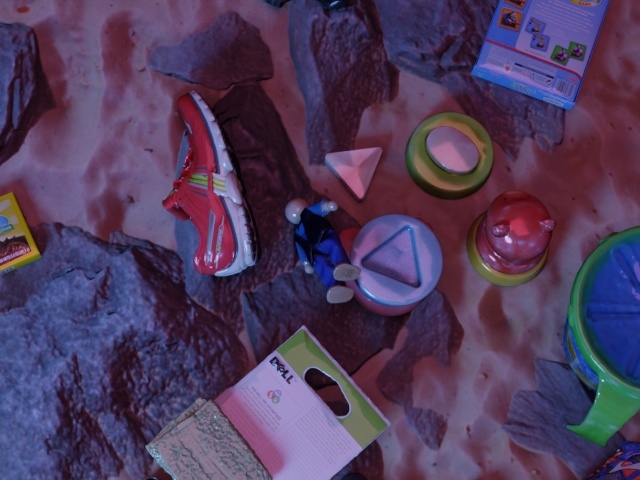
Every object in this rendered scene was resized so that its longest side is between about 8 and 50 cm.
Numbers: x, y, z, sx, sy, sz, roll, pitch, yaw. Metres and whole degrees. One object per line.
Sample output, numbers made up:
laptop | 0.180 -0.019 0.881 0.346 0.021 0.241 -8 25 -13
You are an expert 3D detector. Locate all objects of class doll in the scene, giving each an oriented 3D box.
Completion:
doll | 0.000 0.000 1.885 0.046 0.129 0.189 0 35 -27

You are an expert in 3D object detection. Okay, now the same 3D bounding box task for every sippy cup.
sippy cup | 0.431 0.118 1.827 0.305 0.224 0.240 -25 77 -10

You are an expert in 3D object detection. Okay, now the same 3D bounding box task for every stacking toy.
stacking toy | 0.161 -0.052 1.906 0.308 0.130 0.280 -18 77 -8

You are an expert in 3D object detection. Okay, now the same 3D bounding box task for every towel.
towel | -0.143 0.286 1.752 0.110 0.027 0.148 -40 79 -13

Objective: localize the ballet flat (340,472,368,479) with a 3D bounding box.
ballet flat | 0.037 0.410 1.807 0.074 0.074 0.203 12 74 0

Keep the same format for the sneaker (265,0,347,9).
sneaker | -0.085 -0.415 2.006 0.283 0.107 0.124 8 81 -1

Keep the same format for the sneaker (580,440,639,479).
sneaker | 0.417 0.323 1.856 0.221 0.083 0.087 -12 63 -12

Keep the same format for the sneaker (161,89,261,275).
sneaker | -0.172 -0.082 1.913 0.118 0.107 0.279 -17 74 2

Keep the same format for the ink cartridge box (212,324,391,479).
ink cartridge box | -0.060 0.272 1.825 0.255 0.097 0.189 -40 80 -13

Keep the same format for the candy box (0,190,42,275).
candy box | -0.508 0.018 1.903 0.205 0.027 0.105 -24 74 -9

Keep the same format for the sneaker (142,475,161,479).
sneaker | -0.208 0.419 1.765 0.083 0.118 0.222 -16 76 -7

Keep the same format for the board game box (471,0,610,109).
board game box | 0.337 -0.320 2.034 0.160 0.039 0.212 21 76 2
